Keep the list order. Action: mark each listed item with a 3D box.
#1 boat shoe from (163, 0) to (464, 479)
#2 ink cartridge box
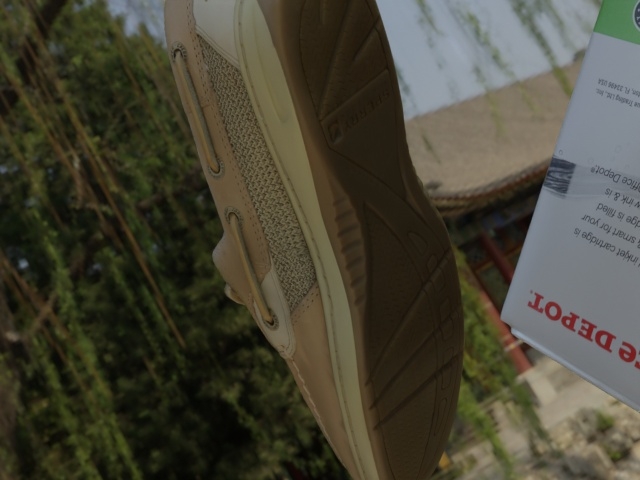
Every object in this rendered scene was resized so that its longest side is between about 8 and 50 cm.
[{"bbox_3d":[0.000,0.000,0.641,0.110,0.341,0.121,2,24,36],"label":"boat shoe"},{"bbox_3d":[0.253,-0.031,0.676,0.115,0.198,0.273,2,-69,-38],"label":"ink cartridge box"}]
